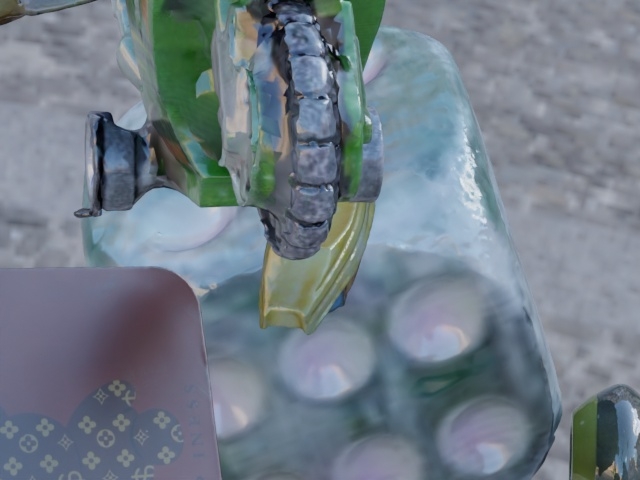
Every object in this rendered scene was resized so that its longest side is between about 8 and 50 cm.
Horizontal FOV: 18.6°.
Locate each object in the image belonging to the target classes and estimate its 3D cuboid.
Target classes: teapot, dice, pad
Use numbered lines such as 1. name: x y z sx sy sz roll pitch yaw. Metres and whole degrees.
1. teapot: 0.270 0.205 1.651 0.119 0.165 0.130 2 -2 6
2. dice: 0.004 0.045 1.626 0.328 0.330 0.348 -18 38 6
3. pad: -0.144 0.146 1.253 0.181 0.004 0.267 0 74 -30

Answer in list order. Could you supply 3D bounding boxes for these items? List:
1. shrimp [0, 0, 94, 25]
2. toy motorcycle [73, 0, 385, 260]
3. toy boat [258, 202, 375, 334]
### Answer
1. shrimp: -0.208 -0.127 0.939 0.253 0.058 0.173 -16 -3 -6
2. toy motorcycle: -0.021 -0.057 0.451 0.074 0.106 0.190 -3 10 -11
3. toy boat: 0.000 0.000 1.226 0.065 0.066 0.172 4 36 14
